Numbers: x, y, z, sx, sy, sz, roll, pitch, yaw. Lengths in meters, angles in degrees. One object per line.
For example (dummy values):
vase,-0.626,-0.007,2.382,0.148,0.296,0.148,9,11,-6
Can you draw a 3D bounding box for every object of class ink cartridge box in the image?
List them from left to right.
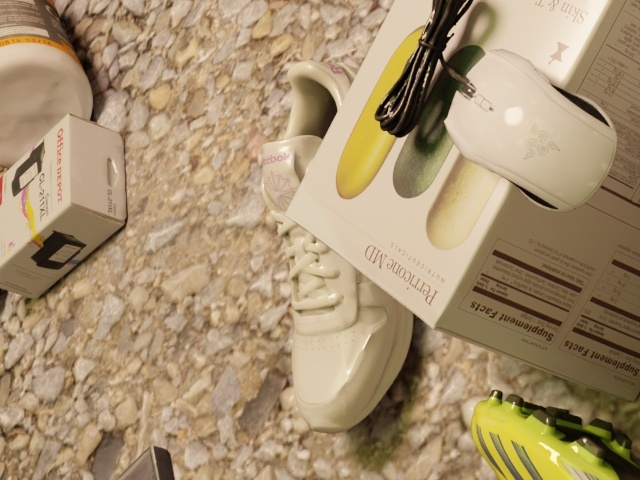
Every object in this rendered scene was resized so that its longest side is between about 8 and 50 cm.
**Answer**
ink cartridge box,-0.293,-0.037,1.708,0.175,0.072,0.127,-37,45,36

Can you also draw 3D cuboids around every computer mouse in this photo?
computer mouse,0.101,-0.083,0.923,0.106,0.042,0.193,-59,40,9

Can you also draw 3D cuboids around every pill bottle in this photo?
pill bottle,-0.373,-0.220,1.829,0.162,0.162,0.278,-52,39,20

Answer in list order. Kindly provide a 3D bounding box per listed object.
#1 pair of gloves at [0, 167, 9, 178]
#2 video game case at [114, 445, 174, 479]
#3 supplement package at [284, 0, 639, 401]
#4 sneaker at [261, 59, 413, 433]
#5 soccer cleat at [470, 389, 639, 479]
pair of gloves,-0.435,-0.001,1.899,0.204,0.042,0.240,-26,55,38
video game case,-0.179,0.350,1.405,0.196,0.026,0.274,-45,43,28
supplement package,0.151,-0.068,1.053,0.199,0.198,0.263,37,102,52
sneaker,0.000,0.000,1.252,0.114,0.152,0.305,-14,63,46
soccer cleat,0.174,0.186,0.985,0.289,0.093,0.121,34,106,54
